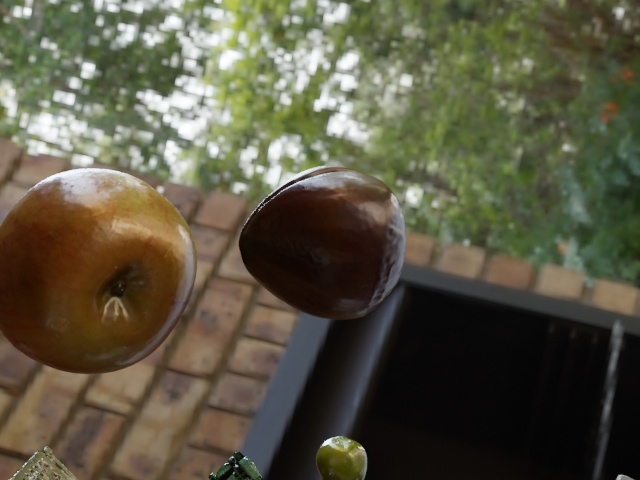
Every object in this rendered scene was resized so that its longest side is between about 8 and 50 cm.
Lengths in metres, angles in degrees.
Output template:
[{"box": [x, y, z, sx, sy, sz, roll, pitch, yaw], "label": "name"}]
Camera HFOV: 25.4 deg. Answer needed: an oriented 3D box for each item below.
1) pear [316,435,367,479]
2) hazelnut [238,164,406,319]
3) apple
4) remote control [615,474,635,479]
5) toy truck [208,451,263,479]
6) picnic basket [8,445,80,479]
[{"box": [0.038, 0.370, 2.337, 0.092, 0.092, 0.097, 60, -170, -75], "label": "pear"}, {"box": [0.000, 0.000, 1.757, 0.208, 0.208, 0.208, 13, -90, -79], "label": "hazelnut"}, {"box": [-0.301, 0.044, 1.899, 0.233, 0.286, 0.286, 37, 120, 60], "label": "apple"}, {"box": [0.455, 0.354, 1.662, 0.034, 0.250, 0.103, -67, -12, 13], "label": "remote control"}, {"box": [-0.084, 0.340, 1.813, 0.080, 0.154, 0.078, -40, 22, 0], "label": "toy truck"}, {"box": [-0.272, 0.334, 1.463, 0.134, 0.196, 0.154, -46, 2, 15], "label": "picnic basket"}]
